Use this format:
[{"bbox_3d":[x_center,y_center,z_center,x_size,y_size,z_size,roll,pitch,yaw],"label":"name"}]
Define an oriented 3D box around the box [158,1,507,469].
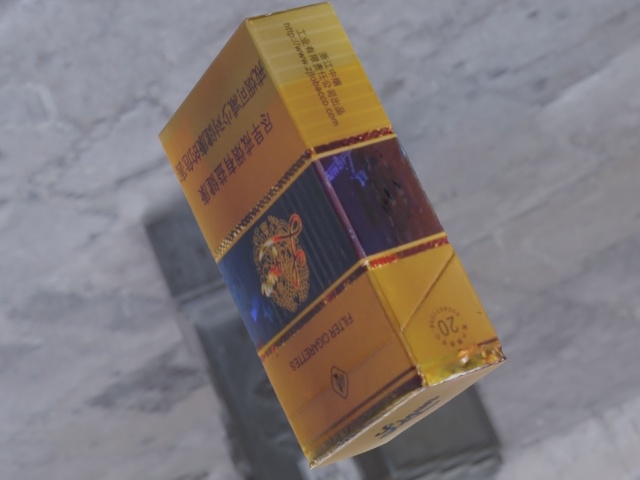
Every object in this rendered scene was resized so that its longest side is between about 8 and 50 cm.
[{"bbox_3d":[-0.001,0.000,1.002,0.070,0.237,0.152,-19,165,-33],"label":"box"}]
